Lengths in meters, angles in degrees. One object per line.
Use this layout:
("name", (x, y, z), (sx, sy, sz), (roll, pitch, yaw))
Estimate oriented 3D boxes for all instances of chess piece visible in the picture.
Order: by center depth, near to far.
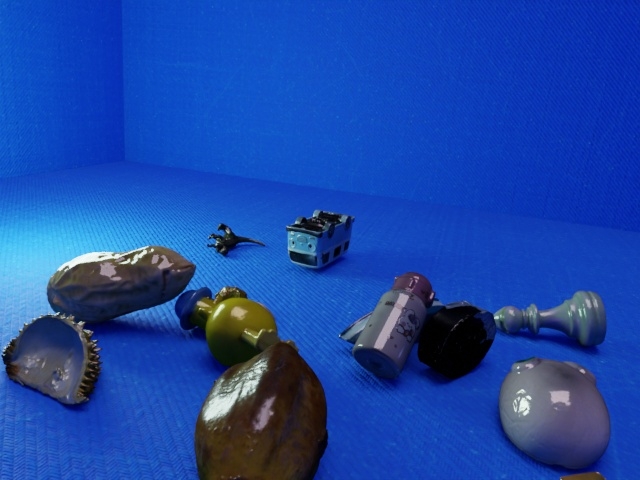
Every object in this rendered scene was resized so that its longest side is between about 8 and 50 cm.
("chess piece", (0.564, 0.202, 1.299), (0.272, 0.139, 0.139), (-4, 15, 11))

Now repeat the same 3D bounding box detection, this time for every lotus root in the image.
("lotus root", (-0.080, 0.276, 0.750), (0.194, 0.193, 0.291), (6, 14, 3))

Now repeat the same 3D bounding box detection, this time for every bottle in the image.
("bottle", (0.165, 0.169, 1.084), (0.110, 0.109, 0.233), (15, 52, 29))

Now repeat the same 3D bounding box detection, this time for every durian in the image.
("durian", (-0.487, 0.212, 0.942), (0.252, 0.144, 0.139), (16, 41, 18))

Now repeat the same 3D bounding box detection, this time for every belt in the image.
("belt", (0.298, 0.207, 1.098), (0.199, 0.151, 0.078), (-16, 24, -35))

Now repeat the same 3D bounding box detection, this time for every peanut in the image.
("peanut", (-0.453, 0.093, 1.166), (0.341, 0.174, 0.158), (-11, 54, -8))

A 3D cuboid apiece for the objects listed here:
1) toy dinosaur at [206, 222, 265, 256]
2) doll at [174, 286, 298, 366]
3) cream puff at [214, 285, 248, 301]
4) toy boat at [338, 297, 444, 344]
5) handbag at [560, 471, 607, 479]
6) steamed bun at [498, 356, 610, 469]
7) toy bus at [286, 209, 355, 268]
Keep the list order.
("toy dinosaur", (-0.303, 0.029, 1.767), (0.179, 0.087, 0.187), (39, 29, -13))
("doll", (-0.190, 0.188, 1.091), (0.363, 0.145, 0.199), (11, -25, 50))
("cream puff", (-0.229, 0.145, 1.313), (0.083, 0.058, 0.083), (16, 18, 38))
("toy boat", (0.179, 0.202, 1.195), (0.300, 0.095, 0.062), (-9, 31, -31))
("handbag", (0.408, 0.381, 0.766), (0.084, 0.027, 0.061), (1, 16, -18))
("steamed bun", (0.415, 0.287, 0.909), (0.177, 0.130, 0.228), (8, 19, 13))
("toy bus", (0.000, 0.000, 1.690), (0.133, 0.164, 0.271), (12, 18, 25))
